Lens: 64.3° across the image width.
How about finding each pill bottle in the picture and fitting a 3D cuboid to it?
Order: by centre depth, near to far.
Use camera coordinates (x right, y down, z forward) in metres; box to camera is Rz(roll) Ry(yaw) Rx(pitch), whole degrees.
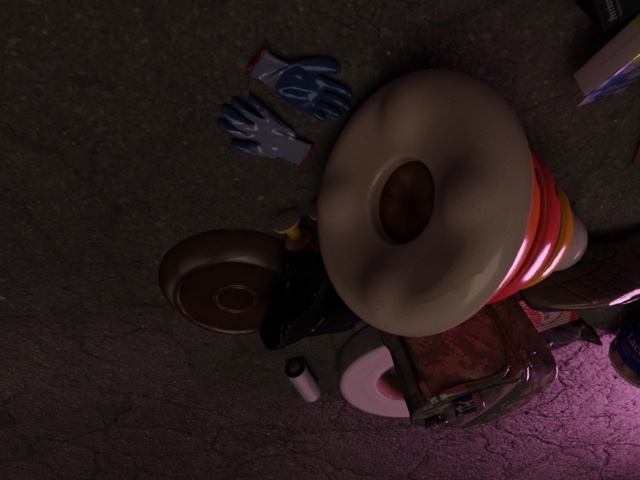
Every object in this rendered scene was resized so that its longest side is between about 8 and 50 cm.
[{"bbox_3d":[0.767,0.204,1.116,0.153,0.153,0.265,1,135,-5],"label":"pill bottle"}]

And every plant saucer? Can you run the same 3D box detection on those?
[{"bbox_3d":[-0.169,0.103,1.021,0.310,0.050,0.311,-3,136,-3],"label":"plant saucer"}]

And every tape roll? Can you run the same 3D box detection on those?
[{"bbox_3d":[0.236,0.317,1.252,0.391,0.072,0.392,-3,136,-2],"label":"tape roll"}]

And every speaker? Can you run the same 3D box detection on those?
[{"bbox_3d":[-0.043,0.353,1.280,0.055,0.055,0.136,-14,135,10],"label":"speaker"}]

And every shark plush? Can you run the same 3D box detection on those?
[{"bbox_3d":[0.524,0.224,1.181,0.161,0.067,0.073,-23,103,41],"label":"shark plush"}]

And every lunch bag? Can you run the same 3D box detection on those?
[{"bbox_3d":[0.222,0.175,0.909,0.255,0.305,0.213,4,138,-30],"label":"lunch bag"}]

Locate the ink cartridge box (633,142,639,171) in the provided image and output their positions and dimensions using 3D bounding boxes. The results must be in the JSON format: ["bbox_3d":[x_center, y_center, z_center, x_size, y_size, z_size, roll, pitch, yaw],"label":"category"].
[{"bbox_3d":[0.564,-0.164,0.790,0.099,0.056,0.135,-10,135,5],"label":"ink cartridge box"}]

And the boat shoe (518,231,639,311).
[{"bbox_3d":[0.548,0.077,0.967,0.354,0.133,0.130,-13,142,-2],"label":"boat shoe"}]

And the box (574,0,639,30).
[{"bbox_3d":[0.350,-0.353,0.557,0.158,0.093,0.156,-29,131,25],"label":"box"}]

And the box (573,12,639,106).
[{"bbox_3d":[0.411,-0.246,0.642,0.108,0.043,0.178,-20,167,-20],"label":"box"}]

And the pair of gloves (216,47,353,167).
[{"bbox_3d":[-0.051,-0.192,0.743,0.159,0.023,0.198,21,131,-26],"label":"pair of gloves"}]

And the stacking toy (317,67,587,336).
[{"bbox_3d":[0.265,-0.033,0.795,0.479,0.351,0.351,7,138,-39],"label":"stacking toy"}]

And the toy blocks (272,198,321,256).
[{"bbox_3d":[0.000,0.000,0.921,0.123,0.054,0.148,-18,134,14],"label":"toy blocks"}]

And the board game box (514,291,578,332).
[{"bbox_3d":[0.445,0.154,1.117,0.193,0.045,0.147,-26,132,21],"label":"board game box"}]

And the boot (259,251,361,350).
[{"bbox_3d":[0.014,0.104,0.959,0.207,0.094,0.247,-9,141,-40],"label":"boot"}]

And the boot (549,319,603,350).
[{"bbox_3d":[0.604,0.245,1.228,0.106,0.037,0.114,39,119,-20],"label":"boot"}]
